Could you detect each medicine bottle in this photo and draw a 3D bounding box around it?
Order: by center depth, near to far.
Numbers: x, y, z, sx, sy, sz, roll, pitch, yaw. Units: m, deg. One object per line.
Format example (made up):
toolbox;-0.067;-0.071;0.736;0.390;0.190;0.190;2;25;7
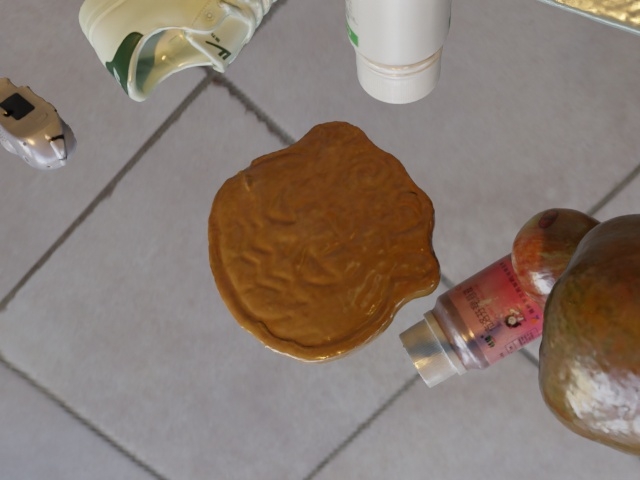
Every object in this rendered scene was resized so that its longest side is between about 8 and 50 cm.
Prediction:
medicine bottle;0.101;-0.292;1.480;0.139;0.139;0.237;-9;149;0
medicine bottle;0.254;0.131;1.842;0.247;0.147;0.147;-32;109;3

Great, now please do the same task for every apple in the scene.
apple;0.342;0.028;1.589;0.146;0.131;0.146;6;80;-37

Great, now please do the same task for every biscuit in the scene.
biscuit;0.000;-0.001;1.834;0.365;0.385;0.062;-32;152;-4

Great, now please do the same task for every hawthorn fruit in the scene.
hawthorn fruit;0.393;0.112;1.243;0.301;0.268;0.267;8;117;40

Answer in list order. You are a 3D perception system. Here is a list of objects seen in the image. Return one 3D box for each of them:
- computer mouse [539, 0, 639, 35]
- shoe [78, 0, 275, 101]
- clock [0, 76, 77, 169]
computer mouse;0.278;-0.237;0.979;0.231;0.079;0.127;23;104;4
shoe;-0.120;-0.303;1.436;0.363;0.132;0.160;-28;64;5
clock;-0.423;-0.154;1.700;0.080;0.176;0.117;-41;145;-19
